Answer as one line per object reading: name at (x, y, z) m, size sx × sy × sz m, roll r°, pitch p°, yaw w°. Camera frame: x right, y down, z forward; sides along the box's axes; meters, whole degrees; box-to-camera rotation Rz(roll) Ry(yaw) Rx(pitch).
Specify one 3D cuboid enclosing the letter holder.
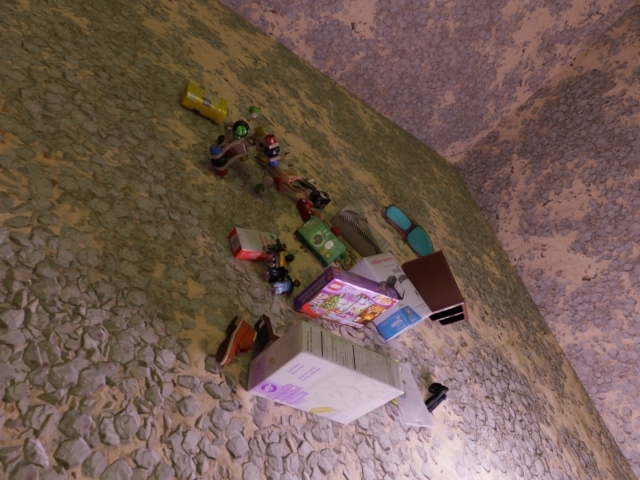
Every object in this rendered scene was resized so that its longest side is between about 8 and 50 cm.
letter holder at (0.508, 0.231, 1.965) m, size 0.152 × 0.215 × 0.301 m, roll 61°, pitch 13°, yaw -46°

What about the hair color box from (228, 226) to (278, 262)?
hair color box at (-0.213, 0.017, 1.422) m, size 0.167 × 0.053 × 0.093 m, roll 10°, pitch 46°, yaw -42°

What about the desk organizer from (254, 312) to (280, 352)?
desk organizer at (-0.141, 0.263, 1.187) m, size 0.050 × 0.047 × 0.130 m, roll 34°, pitch 11°, yaw -26°

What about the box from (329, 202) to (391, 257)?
box at (0.177, -0.029, 1.895) m, size 0.275 × 0.094 × 0.113 m, roll 45°, pitch 31°, yaw 0°

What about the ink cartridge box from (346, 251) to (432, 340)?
ink cartridge box at (0.265, 0.209, 1.692) m, size 0.223 × 0.129 × 0.307 m, roll -8°, pitch 59°, yaw -52°

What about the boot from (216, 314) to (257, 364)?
boot at (-0.213, 0.273, 1.126) m, size 0.085 × 0.059 × 0.158 m, roll 42°, pitch 30°, yaw -15°

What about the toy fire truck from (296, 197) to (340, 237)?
toy fire truck at (-0.010, -0.090, 1.778) m, size 0.135 × 0.047 × 0.192 m, roll 5°, pitch 47°, yaw -43°

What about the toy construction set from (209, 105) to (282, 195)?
toy construction set at (-0.265, -0.338, 1.645) m, size 0.309 × 0.258 × 0.237 m, roll 51°, pitch 12°, yaw -34°

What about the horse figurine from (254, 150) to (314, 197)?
horse figurine at (-0.139, -0.289, 1.799) m, size 0.175 × 0.066 × 0.263 m, roll -13°, pitch 60°, yaw -38°

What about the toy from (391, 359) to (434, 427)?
toy at (0.271, 0.509, 1.426) m, size 0.137 × 0.056 × 0.237 m, roll 20°, pitch 34°, yaw -30°

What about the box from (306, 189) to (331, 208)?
box at (-0.008, -0.178, 1.878) m, size 0.083 × 0.062 × 0.052 m, roll 5°, pitch 48°, yaw -46°

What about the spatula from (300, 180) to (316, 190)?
spatula at (-0.136, -0.308, 1.907) m, size 0.296 × 0.030 × 0.084 m, roll 37°, pitch 30°, yaw -14°

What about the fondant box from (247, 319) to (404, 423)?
fondant box at (0.013, 0.355, 1.122) m, size 0.330 × 0.238 × 0.096 m, roll 29°, pitch 36°, yaw -25°

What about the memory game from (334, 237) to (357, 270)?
memory game at (0.084, 0.049, 1.774) m, size 0.186 × 0.012 × 0.186 m, roll 30°, pitch 35°, yaw -23°

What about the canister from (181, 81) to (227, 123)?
canister at (-0.475, -0.562, 1.759) m, size 0.170 × 0.073 × 0.126 m, roll 22°, pitch 39°, yaw -32°

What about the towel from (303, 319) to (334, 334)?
towel at (0.000, 0.318, 1.353) m, size 0.148 × 0.027 × 0.110 m, roll 31°, pitch 33°, yaw -21°

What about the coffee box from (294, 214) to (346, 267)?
coffee box at (0.000, 0.000, 1.661) m, size 0.184 × 0.040 × 0.113 m, roll 47°, pitch 62°, yaw 2°

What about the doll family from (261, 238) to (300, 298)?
doll family at (-0.123, 0.091, 1.398) m, size 0.111 × 0.076 × 0.192 m, roll -9°, pitch 103°, yaw -48°

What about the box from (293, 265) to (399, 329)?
box at (0.087, 0.197, 1.427) m, size 0.293 × 0.201 × 0.057 m, roll 22°, pitch 39°, yaw -33°

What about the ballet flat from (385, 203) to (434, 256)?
ballet flat at (0.474, -0.054, 2.288) m, size 0.342 × 0.116 × 0.124 m, roll 46°, pitch 12°, yaw 7°

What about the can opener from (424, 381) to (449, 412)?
can opener at (0.407, 0.568, 1.533) m, size 0.186 × 0.073 × 0.059 m, roll -19°, pitch 108°, yaw -53°
